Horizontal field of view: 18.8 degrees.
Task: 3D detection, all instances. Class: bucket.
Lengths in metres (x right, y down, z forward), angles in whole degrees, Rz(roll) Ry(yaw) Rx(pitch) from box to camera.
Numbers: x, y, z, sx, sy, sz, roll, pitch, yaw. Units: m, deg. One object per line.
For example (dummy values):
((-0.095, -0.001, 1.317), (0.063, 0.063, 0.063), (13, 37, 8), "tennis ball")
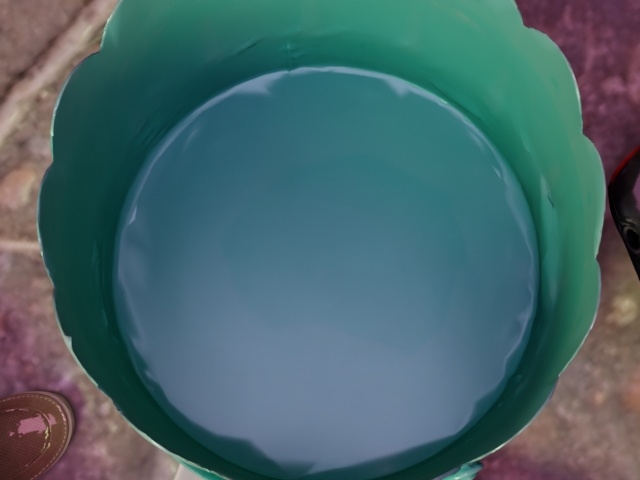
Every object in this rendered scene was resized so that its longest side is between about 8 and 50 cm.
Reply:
((0.000, 0.000, 0.959), (0.281, 0.183, 0.281), (0, 78, 1), "bucket")

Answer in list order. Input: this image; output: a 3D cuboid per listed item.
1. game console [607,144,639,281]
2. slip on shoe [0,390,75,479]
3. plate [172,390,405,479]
((0.349, 0.080, 0.948), (0.342, 0.060, 0.386), (-22, 88, -24), "game console")
((-0.200, 0.124, 1.069), (0.135, 0.041, 0.051), (-20, 89, 4), "slip on shoe")
((0.017, 0.257, 1.052), (0.278, 0.045, 0.277), (23, 91, 4), "plate")
